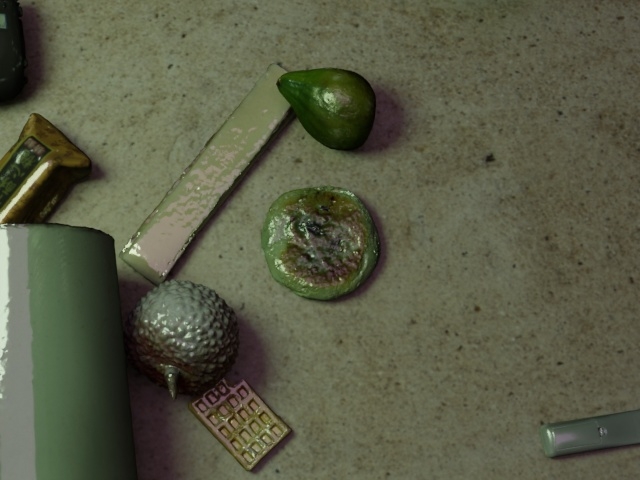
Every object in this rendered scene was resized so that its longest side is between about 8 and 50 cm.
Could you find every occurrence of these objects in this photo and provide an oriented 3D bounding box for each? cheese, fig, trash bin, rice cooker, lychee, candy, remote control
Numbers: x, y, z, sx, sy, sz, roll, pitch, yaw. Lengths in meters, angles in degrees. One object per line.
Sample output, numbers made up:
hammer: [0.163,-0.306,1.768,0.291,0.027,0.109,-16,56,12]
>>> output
cheese: [-0.158,-0.109,1.500,0.085,0.034,0.400,33,74,9]
fig: [0.007,-0.210,1.485,0.156,0.123,0.123,17,73,-13]
trash bin: [-0.377,0.212,1.250,0.280,0.280,0.432,-4,79,-5]
rice cooker: [-0.512,-0.304,1.478,0.118,0.142,0.203,-6,74,-18]
lychee: [-0.195,0.140,1.353,0.165,0.165,0.197,19,41,2]
candy: [-0.456,-0.049,1.431,0.143,0.101,0.271,37,80,13]
remote control: [0.417,0.281,1.425,0.184,0.027,0.050,-8,75,-7]

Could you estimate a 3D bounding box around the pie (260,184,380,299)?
pie: [0.000,0.000,1.473,0.186,0.041,0.187,1,74,-2]

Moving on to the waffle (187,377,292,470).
waffle: [-0.117,0.256,1.402,0.092,0.021,0.135,-41,81,-12]
